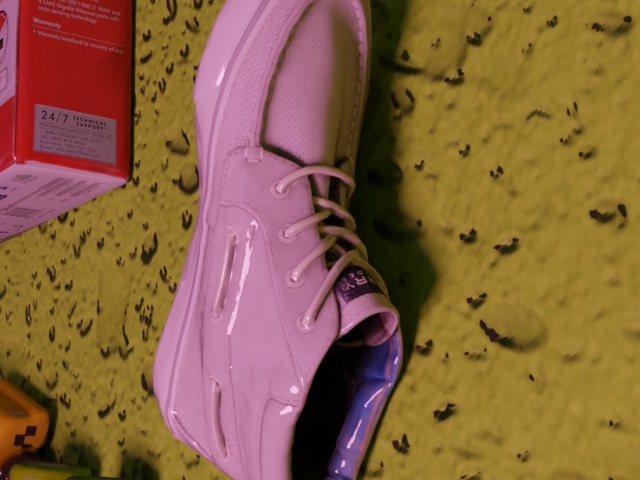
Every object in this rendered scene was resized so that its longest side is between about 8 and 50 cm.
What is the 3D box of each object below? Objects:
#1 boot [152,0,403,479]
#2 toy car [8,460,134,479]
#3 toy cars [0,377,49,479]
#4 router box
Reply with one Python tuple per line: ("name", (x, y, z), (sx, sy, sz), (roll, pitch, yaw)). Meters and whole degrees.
("boot", (0.000, 0.000, 0.640), (0.123, 0.095, 0.258), (32, 117, 46))
("toy car", (-0.207, 0.207, 0.787), (0.149, 0.188, 0.155), (-2, 82, 55))
("toy cars", (-0.301, 0.251, 0.999), (0.393, 0.087, 0.176), (-49, 46, 37))
("router box", (-0.250, -0.153, 1.017), (0.335, 0.082, 0.301), (-20, 67, 52))
